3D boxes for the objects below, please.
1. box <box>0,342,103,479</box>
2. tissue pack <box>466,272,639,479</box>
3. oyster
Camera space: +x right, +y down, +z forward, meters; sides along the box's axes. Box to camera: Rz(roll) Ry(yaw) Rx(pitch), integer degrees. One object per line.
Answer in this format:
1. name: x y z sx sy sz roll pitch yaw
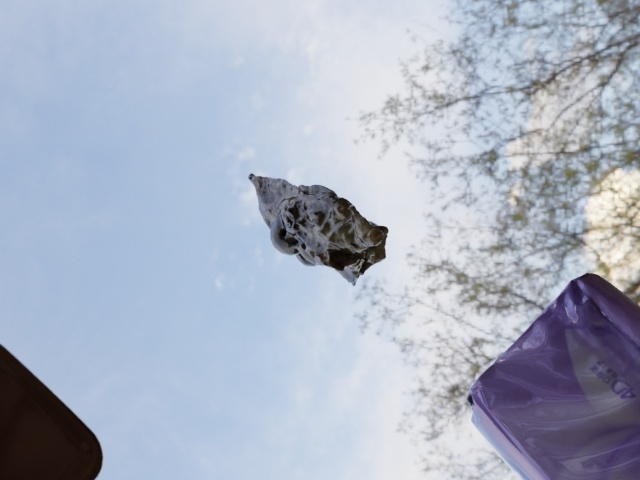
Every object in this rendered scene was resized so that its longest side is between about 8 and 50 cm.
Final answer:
1. box: -0.421 0.289 0.780 0.239 0.229 0.339 46 -148 -6
2. tissue pack: 0.284 0.208 0.540 0.160 0.338 0.242 -46 -40 7
3. oyster: 0.008 0.003 1.198 0.221 0.361 0.096 37 -101 -33
